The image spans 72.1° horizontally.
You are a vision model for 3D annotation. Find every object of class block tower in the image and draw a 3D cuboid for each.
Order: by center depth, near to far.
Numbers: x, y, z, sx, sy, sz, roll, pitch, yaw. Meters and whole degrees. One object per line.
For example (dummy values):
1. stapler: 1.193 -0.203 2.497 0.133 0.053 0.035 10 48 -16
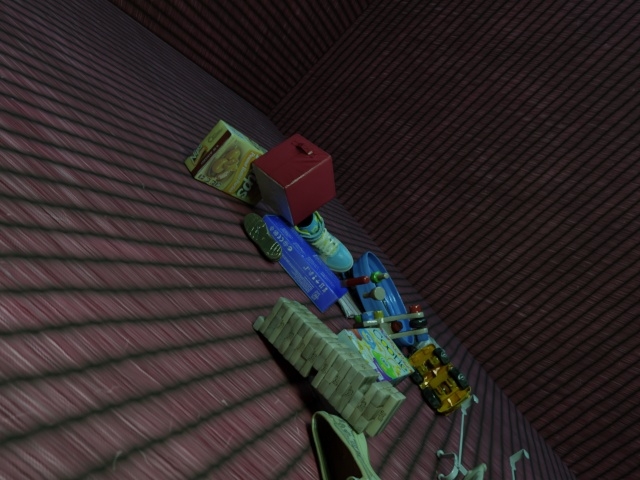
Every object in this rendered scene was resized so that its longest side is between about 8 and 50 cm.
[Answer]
1. block tower: 0.010 0.246 0.910 0.335 0.097 0.091 36 4 29

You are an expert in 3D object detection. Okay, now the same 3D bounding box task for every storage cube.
1. storage cube: -0.085 -0.204 1.460 0.183 0.193 0.215 40 -23 32

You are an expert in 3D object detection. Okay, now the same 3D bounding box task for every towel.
1. towel: 0.099 0.226 1.592 0.144 0.029 0.197 53 12 25

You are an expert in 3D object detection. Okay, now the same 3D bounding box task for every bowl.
1. bowl: 0.241 0.233 1.710 0.391 0.077 0.391 55 18 -27

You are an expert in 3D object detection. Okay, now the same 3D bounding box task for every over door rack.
1. over door rack: 0.453 0.638 1.230 0.239 0.108 0.324 47 34 5

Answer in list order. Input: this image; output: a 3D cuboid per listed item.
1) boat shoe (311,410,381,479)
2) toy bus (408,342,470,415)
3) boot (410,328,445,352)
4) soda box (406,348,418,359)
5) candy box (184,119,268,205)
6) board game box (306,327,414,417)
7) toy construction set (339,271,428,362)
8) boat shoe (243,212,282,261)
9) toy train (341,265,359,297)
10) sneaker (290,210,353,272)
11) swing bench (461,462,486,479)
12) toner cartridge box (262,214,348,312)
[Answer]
1. boat shoe: 0.043 0.404 0.728 0.089 0.105 0.285 37 5 -21
2. toy bus: 0.434 0.510 1.581 0.220 0.149 0.211 54 1 39
3. boot: 0.432 0.438 1.798 0.123 0.095 0.258 43 3 3
4. soda box: 0.403 0.490 1.685 0.169 0.060 0.053 42 8 -22
5. candy box: -0.270 -0.246 1.464 0.088 0.183 0.316 52 14 28
6. board game box: 0.100 0.311 1.063 0.142 0.144 0.275 53 15 24
7. toy construction set: 0.152 0.247 1.364 0.237 0.257 0.309 -19 -78 56
8. boat shoe: -0.177 -0.005 1.339 0.178 0.064 0.060 53 -16 20
9. toy train: 0.141 0.165 1.795 0.105 0.080 0.184 50 12 -21
10. sneaker: 0.000 0.000 1.597 0.319 0.127 0.208 37 -12 -3
11. swing bench: 0.350 0.633 0.874 0.255 0.165 0.253 46 12 22
12. toner cartridge box: -0.062 0.068 1.433 0.348 0.075 0.165 49 11 8
